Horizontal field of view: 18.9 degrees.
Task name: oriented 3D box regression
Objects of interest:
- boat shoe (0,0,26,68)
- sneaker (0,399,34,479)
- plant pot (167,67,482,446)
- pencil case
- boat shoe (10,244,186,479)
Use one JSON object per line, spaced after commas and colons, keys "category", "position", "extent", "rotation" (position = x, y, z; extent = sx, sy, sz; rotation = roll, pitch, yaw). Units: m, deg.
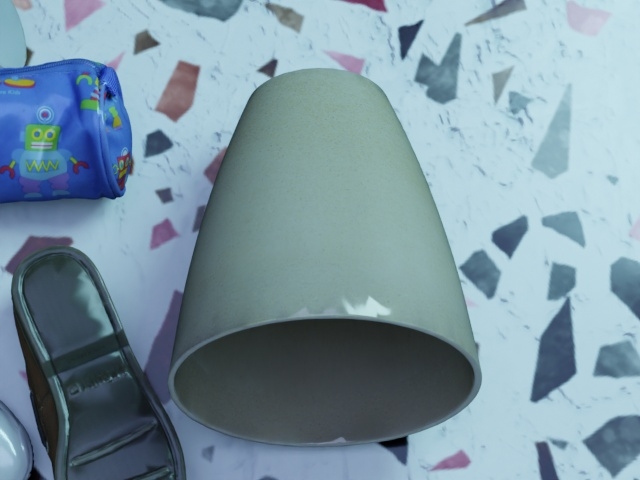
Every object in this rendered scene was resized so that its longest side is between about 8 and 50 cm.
{"category": "boat shoe", "position": [-0.347, -0.234, 1.756], "extent": [0.070, 0.078, 0.219], "rotation": [-35, 81, 27]}
{"category": "sneaker", "position": [-0.354, 0.135, 1.616], "extent": [0.235, 0.153, 0.094], "rotation": [44, 91, 7]}
{"category": "plant pot", "position": [0.000, 0.000, 1.628], "extent": [0.256, 0.256, 0.274], "rotation": [-1, 62, -1]}
{"category": "pencil case", "position": [-0.320, -0.098, 1.691], "extent": [0.306, 0.119, 0.133], "rotation": [-1, 119, -1]}
{"category": "boat shoe", "position": [-0.187, 0.157, 1.649], "extent": [0.110, 0.104, 0.307], "rotation": [-12, 76, -12]}
